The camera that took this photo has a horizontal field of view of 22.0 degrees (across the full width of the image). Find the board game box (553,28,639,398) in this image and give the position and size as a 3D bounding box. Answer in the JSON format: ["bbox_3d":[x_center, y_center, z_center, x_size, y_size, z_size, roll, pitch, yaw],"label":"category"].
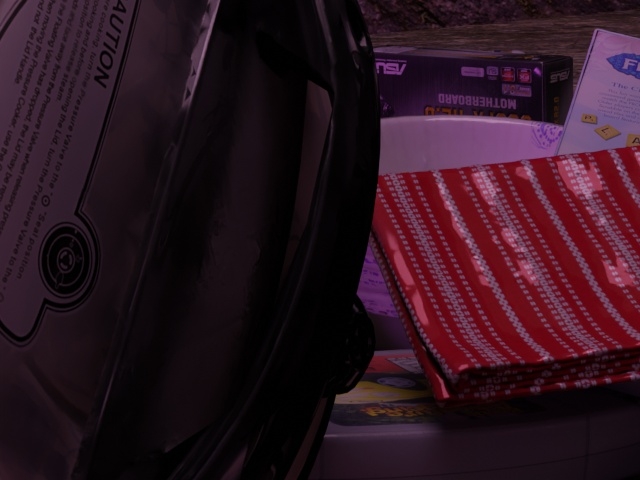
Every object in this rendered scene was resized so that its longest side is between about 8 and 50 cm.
[{"bbox_3d":[0.305,-0.003,1.094,0.318,0.066,0.318,15,41,11],"label":"board game box"}]

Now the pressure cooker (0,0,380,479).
[{"bbox_3d":[-0.169,-0.002,0.791,0.420,0.370,0.375,2,18,29],"label":"pressure cooker"}]

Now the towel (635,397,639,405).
[{"bbox_3d":[0.335,0.084,1.186,0.209,0.034,0.285,-1,13,13],"label":"towel"}]

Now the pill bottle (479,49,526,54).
[{"bbox_3d":[0.104,-0.135,1.848,0.264,0.153,0.153,-1,14,7],"label":"pill bottle"}]

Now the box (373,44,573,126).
[{"bbox_3d":[0.141,-0.096,1.632,0.231,0.183,0.056,10,18,40],"label":"box"}]

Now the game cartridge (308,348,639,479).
[{"bbox_3d":[0.044,0.114,1.011,0.294,0.060,0.196,-2,13,-25],"label":"game cartridge"}]

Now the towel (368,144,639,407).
[{"bbox_3d":[0.173,0.007,0.992,0.274,0.031,0.199,-7,41,-13],"label":"towel"}]

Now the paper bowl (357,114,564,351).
[{"bbox_3d":[0.112,0.001,1.298,0.284,0.148,0.284,-1,18,0],"label":"paper bowl"}]
